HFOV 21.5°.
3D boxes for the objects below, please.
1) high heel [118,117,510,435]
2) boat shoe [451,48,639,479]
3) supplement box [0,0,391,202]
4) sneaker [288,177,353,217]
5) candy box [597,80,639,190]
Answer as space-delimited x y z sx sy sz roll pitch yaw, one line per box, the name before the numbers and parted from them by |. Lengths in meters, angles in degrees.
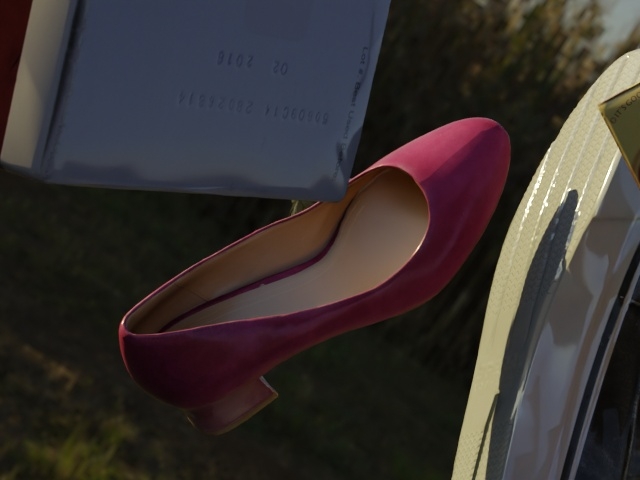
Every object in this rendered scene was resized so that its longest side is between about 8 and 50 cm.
high heel | 0.000 0.000 0.896 0.082 0.244 0.117 51 -5 31
boat shoe | 0.161 0.060 0.948 0.119 0.335 0.121 22 -12 -14
supplement box | -0.115 -0.074 0.463 0.239 0.073 0.130 17 8 30
sneaker | 0.009 -0.003 1.679 0.087 0.130 0.227 6 -2 -10
candy box | 0.195 0.011 0.783 0.187 0.053 0.109 63 12 5
